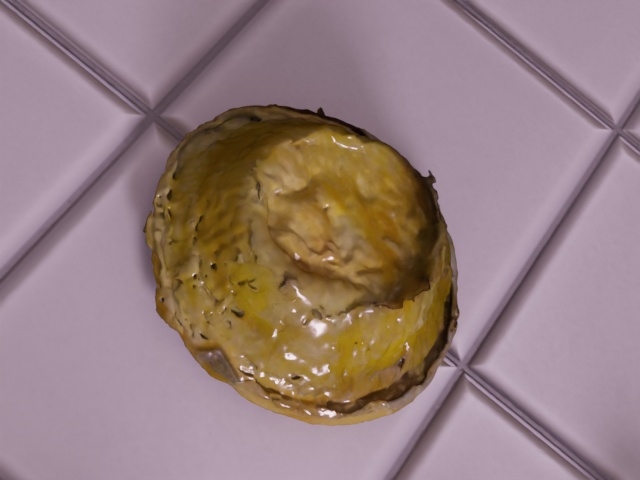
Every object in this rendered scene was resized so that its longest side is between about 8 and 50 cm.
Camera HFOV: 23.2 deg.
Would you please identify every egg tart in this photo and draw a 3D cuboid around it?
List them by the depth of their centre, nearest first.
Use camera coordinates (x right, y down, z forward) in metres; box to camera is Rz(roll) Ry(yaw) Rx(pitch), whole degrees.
[{"bbox_3d":[0.000,0.000,1.497,0.345,0.132,0.345,10,59,-18],"label":"egg tart"}]
